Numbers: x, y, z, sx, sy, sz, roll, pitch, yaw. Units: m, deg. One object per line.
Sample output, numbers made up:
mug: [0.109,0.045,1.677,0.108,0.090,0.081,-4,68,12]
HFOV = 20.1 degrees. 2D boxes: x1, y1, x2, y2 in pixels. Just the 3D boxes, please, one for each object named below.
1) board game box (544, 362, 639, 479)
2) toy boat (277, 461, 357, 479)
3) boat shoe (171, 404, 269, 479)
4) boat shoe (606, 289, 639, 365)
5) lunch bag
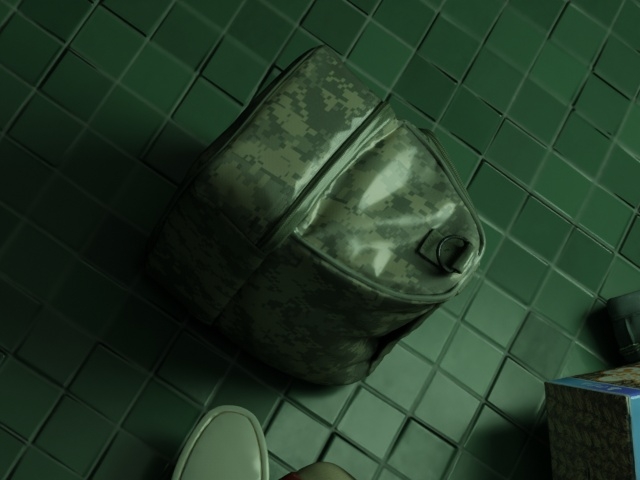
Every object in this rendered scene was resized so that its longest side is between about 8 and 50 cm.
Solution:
board game box: [0.394,0.239,1.836,0.291,0.141,0.232,-8,95,-27]
toy boat: [0.012,0.327,1.691,0.151,0.151,0.231,-28,82,-1]
boat shoe: [-0.099,0.282,1.671,0.095,0.079,0.255,4,70,-7]
boat shoe: [0.445,0.036,1.996,0.319,0.116,0.099,-31,89,-25]
lunch bag: [0.000,0.000,1.706,0.256,0.305,0.212,43,62,0]
